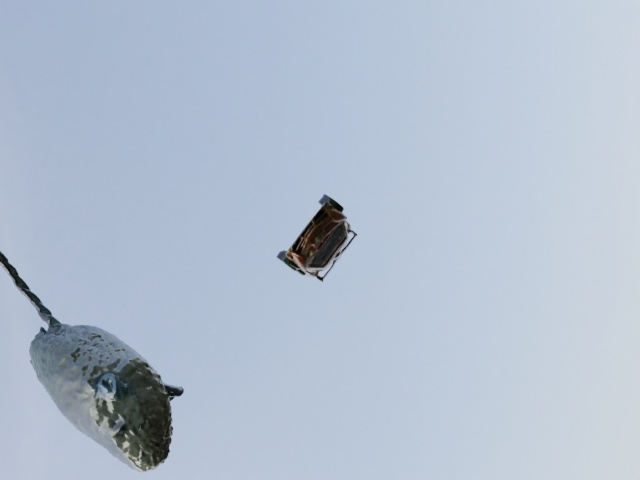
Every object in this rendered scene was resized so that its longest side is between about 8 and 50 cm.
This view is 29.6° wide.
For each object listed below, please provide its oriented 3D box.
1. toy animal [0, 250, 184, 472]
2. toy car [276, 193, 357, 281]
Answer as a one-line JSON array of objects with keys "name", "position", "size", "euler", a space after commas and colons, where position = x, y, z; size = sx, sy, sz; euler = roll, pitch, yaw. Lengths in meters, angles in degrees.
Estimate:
[{"name": "toy animal", "position": [-0.195, 0.070, 0.921], "size": [0.079, 0.253, 0.070], "euler": [-44, -12, 24]}, {"name": "toy car", "position": [0.000, 0.000, 0.890], "size": [0.059, 0.035, 0.122], "euler": [-52, -4, -2]}]
